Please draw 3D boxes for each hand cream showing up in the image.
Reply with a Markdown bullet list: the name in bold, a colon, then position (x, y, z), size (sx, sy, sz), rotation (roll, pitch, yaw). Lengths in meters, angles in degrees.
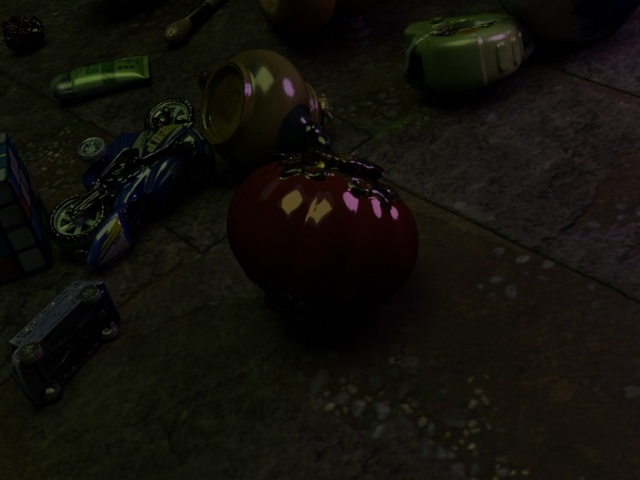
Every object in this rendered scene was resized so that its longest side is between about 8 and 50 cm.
- **hand cream**: position (-0.390, -0.290, 1.946), size (0.175, 0.046, 0.095), rotation (-16, 33, 0)

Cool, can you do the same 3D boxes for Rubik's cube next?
- **Rubik's cube**: position (-0.482, -0.036, 1.555), size (0.155, 0.154, 0.151), rotation (-19, 35, -2)

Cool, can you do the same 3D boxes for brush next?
- **brush**: position (-0.213, -0.454, 2.099), size (0.042, 0.039, 0.299), rotation (6, 41, 30)

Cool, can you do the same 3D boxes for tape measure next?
- **tape measure**: position (0.213, -0.275, 1.625), size (0.199, 0.106, 0.175), rotation (-1, 25, 19)

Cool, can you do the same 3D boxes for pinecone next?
- **pinecone**: position (-0.586, -0.410, 2.169), size (0.077, 0.077, 0.083), rotation (6, 24, 29)

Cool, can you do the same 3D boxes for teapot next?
- **teapot**: position (0.374, -0.451, 1.627), size (0.252, 0.280, 0.424), rotation (21, 41, 40)
- **teapot**: position (-0.075, -0.189, 1.600), size (0.182, 0.173, 0.269), rotation (7, 21, -37)

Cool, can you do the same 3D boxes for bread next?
- **bread**: position (-0.017, -0.538, 1.875), size (0.245, 0.329, 0.424), rotation (-21, 24, -4)

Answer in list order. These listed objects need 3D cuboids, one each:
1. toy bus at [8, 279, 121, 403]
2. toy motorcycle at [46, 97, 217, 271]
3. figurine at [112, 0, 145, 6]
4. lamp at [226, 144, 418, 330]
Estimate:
- **toy bus**: position (-0.323, 0.123, 1.350), size (0.076, 0.073, 0.167), rotation (6, 39, 34)
- **toy motorcycle**: position (-0.256, -0.088, 1.573), size (0.168, 0.113, 0.315), rotation (21, 59, 29)
- **figurine**: position (-0.304, -0.640, 2.118), size (0.388, 0.248, 0.277), rotation (-51, 6, 22)
- **lamp**: position (0.000, 0.000, 1.272), size (0.226, 0.227, 0.227), rotation (-11, 36, 9)
